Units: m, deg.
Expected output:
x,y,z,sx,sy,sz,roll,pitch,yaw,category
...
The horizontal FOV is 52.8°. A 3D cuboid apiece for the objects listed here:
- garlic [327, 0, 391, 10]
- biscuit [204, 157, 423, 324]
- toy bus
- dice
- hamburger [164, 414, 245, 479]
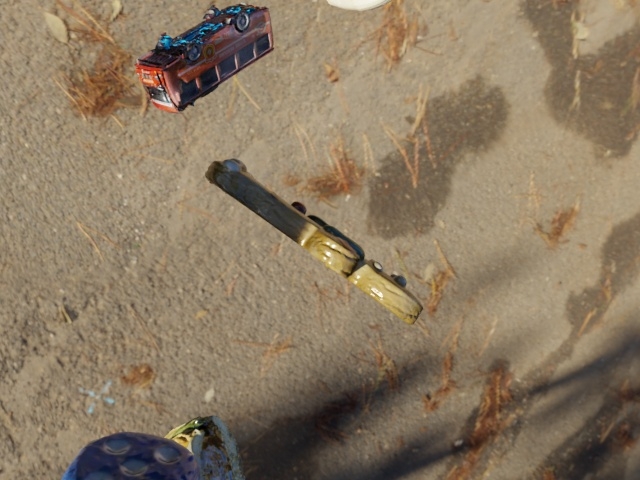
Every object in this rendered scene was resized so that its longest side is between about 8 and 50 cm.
x,y,z,sx,sy,sz,roll,pitch,yaw,category
0.038,-0.473,0.992,0.203,0.281,0.184,-47,175,32,garlic
0.000,0.000,0.782,0.301,0.197,0.049,36,91,-2,biscuit
-0.162,-0.274,0.944,0.235,0.073,0.096,-46,140,-33,toy bus
-0.220,0.317,0.736,0.143,0.146,0.147,8,107,-1,dice
-0.244,0.416,1.158,0.207,0.155,0.135,-34,144,29,hamburger
